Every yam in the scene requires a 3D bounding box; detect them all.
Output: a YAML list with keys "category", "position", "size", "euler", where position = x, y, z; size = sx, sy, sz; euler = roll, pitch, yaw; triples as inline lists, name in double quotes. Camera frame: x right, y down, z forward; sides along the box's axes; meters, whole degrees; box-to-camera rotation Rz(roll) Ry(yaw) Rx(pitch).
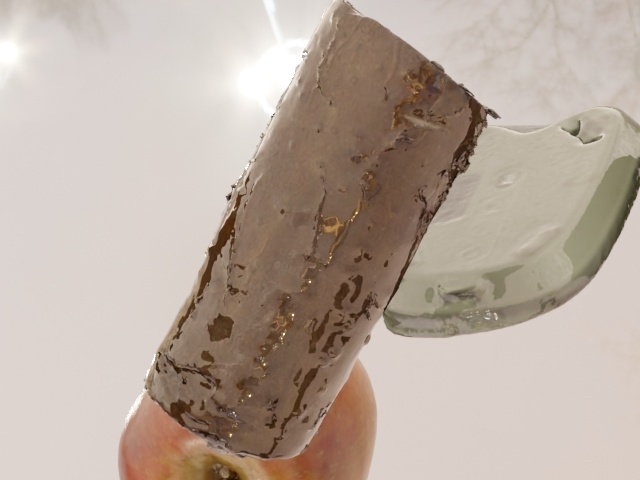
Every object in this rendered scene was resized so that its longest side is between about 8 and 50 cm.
- category: "yam"
  position: [-0.001, 0.000, 0.681]
  size: [0.280, 0.131, 0.131]
  euler: [-63, -161, 9]

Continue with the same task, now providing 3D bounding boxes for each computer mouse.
- category: "computer mouse"
  position: [0.164, -0.016, 0.916]
  size: [0.197, 0.095, 0.331]
  euler: [-10, -154, 33]

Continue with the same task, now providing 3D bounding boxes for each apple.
- category: "apple"
  position: [-0.062, 0.177, 1.041]
  size: [0.242, 0.242, 0.241]
  euler: [-13, -163, 15]
